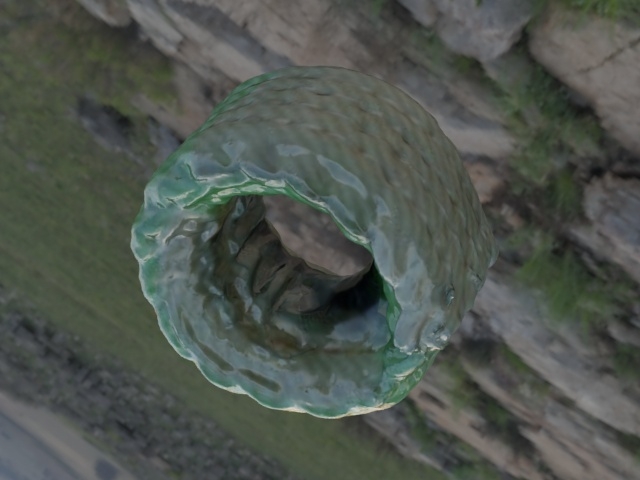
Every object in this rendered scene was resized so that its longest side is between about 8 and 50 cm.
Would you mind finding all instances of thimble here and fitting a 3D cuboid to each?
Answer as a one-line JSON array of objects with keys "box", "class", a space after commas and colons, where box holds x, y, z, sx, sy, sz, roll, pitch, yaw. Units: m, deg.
[{"box": [0.000, 0.000, 0.718, 0.219, 0.150, 0.219, 13, 125, 19], "class": "thimble"}]
